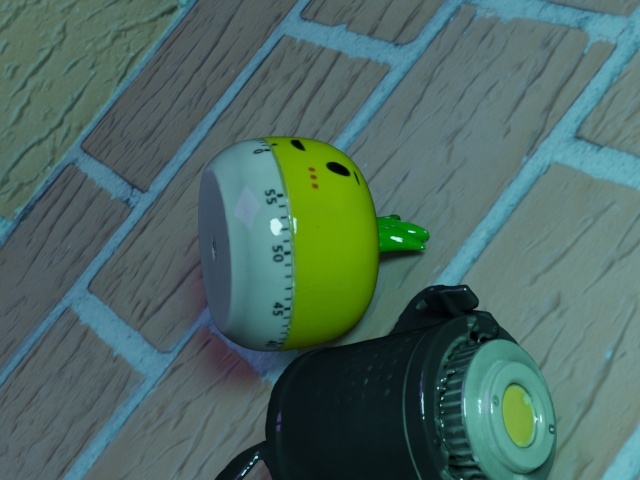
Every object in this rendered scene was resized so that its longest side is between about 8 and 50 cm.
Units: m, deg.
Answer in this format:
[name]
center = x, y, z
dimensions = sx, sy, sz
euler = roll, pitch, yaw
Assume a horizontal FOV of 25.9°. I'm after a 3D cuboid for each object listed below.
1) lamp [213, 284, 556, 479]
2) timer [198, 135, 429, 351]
[lamp]
center = 0.087, 0.196, 1.361
dimensions = 0.374, 0.205, 0.272
euler = -50, 25, -23
[timer]
center = 0.000, 0.000, 1.697
dimensions = 0.285, 0.285, 0.285
euler = -32, 35, 26
